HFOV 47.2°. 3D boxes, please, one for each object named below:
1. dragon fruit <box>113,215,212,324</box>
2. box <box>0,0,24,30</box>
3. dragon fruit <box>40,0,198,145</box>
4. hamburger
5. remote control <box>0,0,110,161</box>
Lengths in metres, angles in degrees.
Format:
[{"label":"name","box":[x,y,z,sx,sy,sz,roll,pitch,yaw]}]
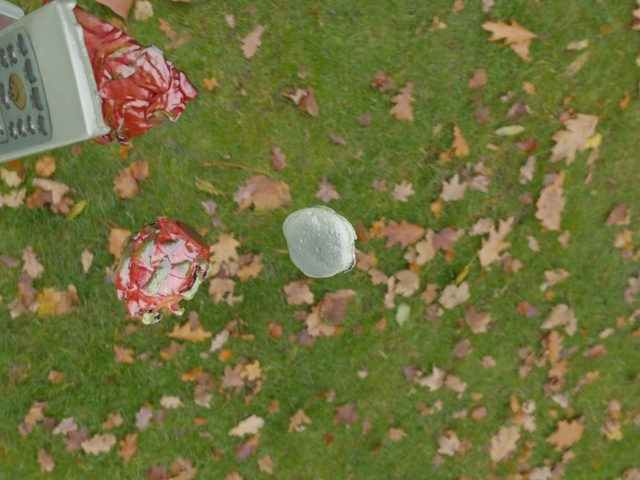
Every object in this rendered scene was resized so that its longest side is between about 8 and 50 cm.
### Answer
[{"label":"dragon fruit","box":[-0.279,0.056,1.295,0.172,0.160,0.166,-45,133,3]},{"label":"box","box":[-0.551,-0.289,1.040,0.175,0.312,0.182,26,98,-4]},{"label":"dragon fruit","box":[-0.428,-0.308,1.446,0.228,0.329,0.286,-54,141,0]},{"label":"hamburger","box":[0.000,0.000,1.307,0.133,0.062,0.140,2,115,24]},{"label":"remote control","box":[-0.291,-0.141,0.706,0.038,0.285,0.123,-21,105,-41]}]
